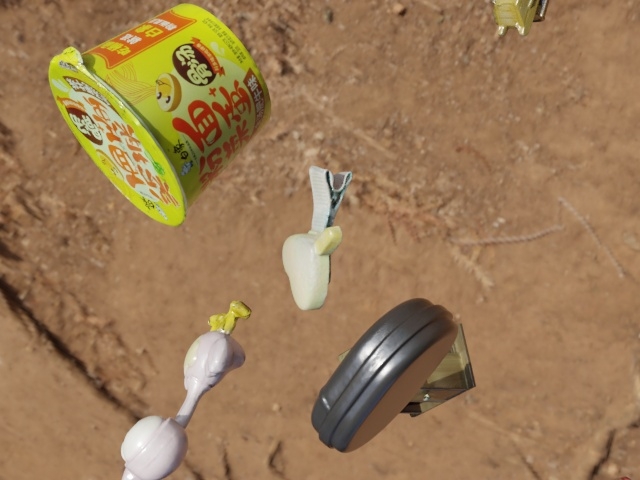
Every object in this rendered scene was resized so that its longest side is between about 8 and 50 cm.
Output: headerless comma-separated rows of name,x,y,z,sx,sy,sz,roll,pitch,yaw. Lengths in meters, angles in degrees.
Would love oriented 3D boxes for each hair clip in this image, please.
hair clip,0.000,0.000,1.446,0.071,0.218,0.159,7,-176,-24

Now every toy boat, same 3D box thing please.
toy boat,0.331,-0.424,1.500,0.088,0.226,0.068,17,179,-40

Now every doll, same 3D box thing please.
doll,-0.220,0.260,1.547,0.094,0.365,0.160,40,148,-8

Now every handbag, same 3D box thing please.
handbag,0.106,0.222,1.604,0.093,0.254,0.308,43,114,19

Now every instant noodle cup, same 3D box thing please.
instant noodle cup,-0.233,-0.208,1.476,0.311,0.221,0.311,38,156,21

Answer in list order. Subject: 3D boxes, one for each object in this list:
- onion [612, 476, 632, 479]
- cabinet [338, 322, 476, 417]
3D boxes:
onion,0.401,0.417,1.229,0.098,0.206,0.151,-21,142,-2
cabinet,0.177,0.272,1.991,0.175,0.148,0.215,7,150,-34
